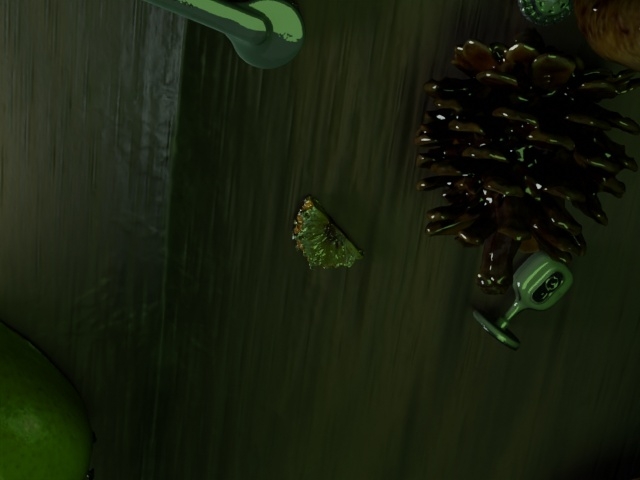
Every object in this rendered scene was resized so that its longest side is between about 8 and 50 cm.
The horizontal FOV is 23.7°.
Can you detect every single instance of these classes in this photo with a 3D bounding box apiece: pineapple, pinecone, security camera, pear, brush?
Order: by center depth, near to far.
[{"bbox_3d":[-0.136,-0.205,1.210,0.266,0.027,0.062,20,115,-16],"label":"brush"},{"bbox_3d":[0.168,-0.064,1.260,0.185,0.168,0.212,9,107,1],"label":"pinecone"},{"bbox_3d":[-0.374,0.168,1.306,0.286,0.176,0.282,-26,119,5],"label":"pear"},{"bbox_3d":[0.000,0.000,1.355,0.045,0.019,0.083,-35,123,8],"label":"pineapple"},{"bbox_3d":[0.191,0.052,1.405,0.058,0.058,0.092,34,102,-26],"label":"security camera"}]

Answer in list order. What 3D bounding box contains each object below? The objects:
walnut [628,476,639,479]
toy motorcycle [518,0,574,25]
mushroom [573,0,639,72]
[{"bbox_3d":[0.342,0.328,1.507,0.221,0.195,0.195,-5,122,-19],"label":"walnut"},{"bbox_3d":[0.145,-0.252,1.201,0.190,0.074,0.106,32,102,-24],"label":"toy motorcycle"},{"bbox_3d":[0.323,-0.241,1.131,0.195,0.263,0.283,18,80,-23],"label":"mushroom"}]
